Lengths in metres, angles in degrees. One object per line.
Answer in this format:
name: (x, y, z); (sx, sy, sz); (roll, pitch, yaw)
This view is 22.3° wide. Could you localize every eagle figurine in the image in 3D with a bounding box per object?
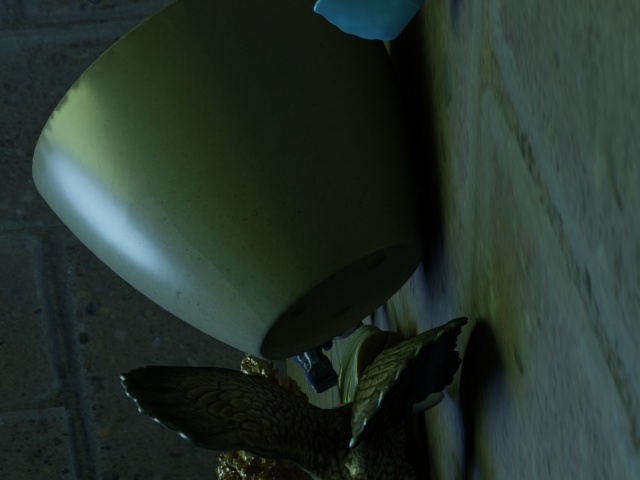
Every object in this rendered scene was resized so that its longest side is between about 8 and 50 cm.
eagle figurine: (0.014, 0.152, 1.237); (0.225, 0.226, 0.298); (34, 157, 44)

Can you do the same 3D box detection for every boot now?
boot: (0.055, 0.190, 1.585); (0.165, 0.077, 0.213); (-175, 85, -85)

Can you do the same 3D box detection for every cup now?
cup: (-0.044, -0.040, 1.389); (0.237, 0.331, 0.331); (56, 165, 20)

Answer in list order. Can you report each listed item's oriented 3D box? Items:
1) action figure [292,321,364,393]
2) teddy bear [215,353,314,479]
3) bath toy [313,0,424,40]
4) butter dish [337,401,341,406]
action figure: (0.000, 0.000, 1.767); (0.341, 0.178, 0.330); (-120, 15, -47)
teddy bear: (-0.036, 0.258, 1.519); (0.338, 0.113, 0.245); (-78, -31, -67)
bath toy: (0.014, -0.296, 1.240); (0.151, 0.129, 0.348); (-54, 26, 25)
butter dish: (0.021, 0.233, 1.784); (0.160, 0.160, 0.118); (-146, 74, -83)
